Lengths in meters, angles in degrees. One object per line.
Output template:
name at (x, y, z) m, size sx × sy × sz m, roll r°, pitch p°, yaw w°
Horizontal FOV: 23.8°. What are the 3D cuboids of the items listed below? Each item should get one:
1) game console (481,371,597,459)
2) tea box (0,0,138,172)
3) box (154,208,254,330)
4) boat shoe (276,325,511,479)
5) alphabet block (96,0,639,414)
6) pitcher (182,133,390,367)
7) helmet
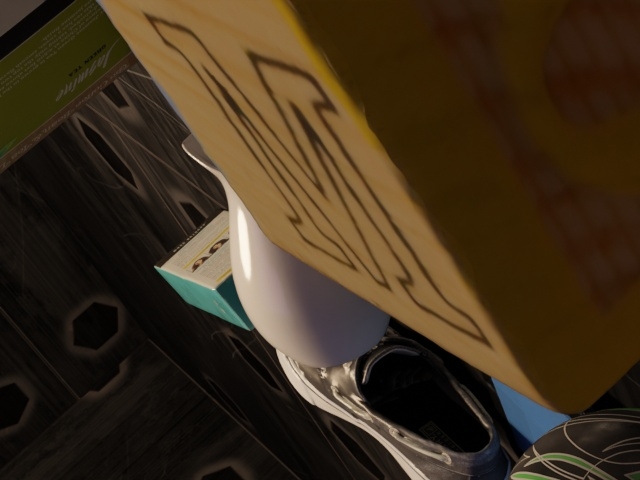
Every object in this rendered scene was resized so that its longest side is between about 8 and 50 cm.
game console at (0.169, 0.226, 1.174) m, size 0.173 × 0.250 × 0.293 m, roll 10°, pitch 150°, yaw 26°
tea box at (-0.357, -0.263, 1.319) m, size 0.329 × 0.220 × 0.323 m, roll 46°, pitch 167°, yaw 11°
box at (-0.093, 0.027, 1.597) m, size 0.060 × 0.100 × 0.244 m, roll 51°, pitch 168°, yaw -16°
boat shoe at (0.057, 0.126, 1.380) m, size 0.301 × 0.108 × 0.102 m, roll 44°, pitch 158°, yaw 39°
alphabet block at (0.050, -0.093, 0.513) m, size 0.193 × 0.192 × 0.197 m, roll 53°, pitch 168°, yaw -31°
pitcher at (0.000, 0.000, 1.184) m, size 0.178 × 0.125 × 0.207 m, roll 12°, pitch 133°, yaw 45°
helmet at (0.196, 0.181, 0.928) m, size 0.161 × 0.169 × 0.169 m, roll 35°, pitch 175°, yaw -27°
